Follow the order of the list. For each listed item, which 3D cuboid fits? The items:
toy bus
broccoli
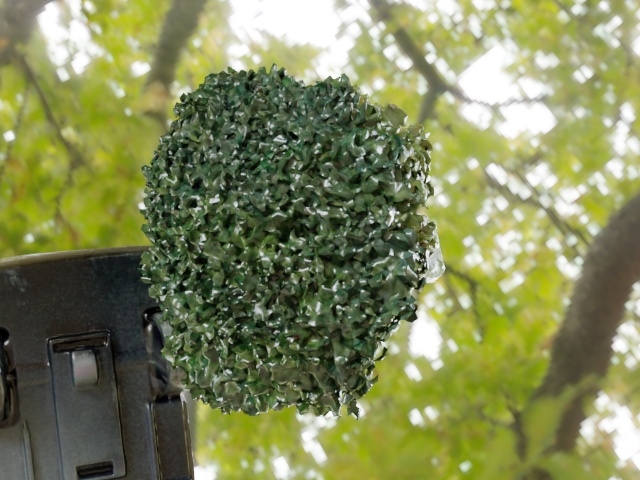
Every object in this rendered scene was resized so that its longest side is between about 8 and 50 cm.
[{"bbox_3d":[-0.151,0.149,1.002,0.139,0.157,0.289,-9,-86,-18],"label":"toy bus"},{"bbox_3d":[0.000,0.000,0.895,0.194,0.219,0.194,-24,-20,-10],"label":"broccoli"}]
